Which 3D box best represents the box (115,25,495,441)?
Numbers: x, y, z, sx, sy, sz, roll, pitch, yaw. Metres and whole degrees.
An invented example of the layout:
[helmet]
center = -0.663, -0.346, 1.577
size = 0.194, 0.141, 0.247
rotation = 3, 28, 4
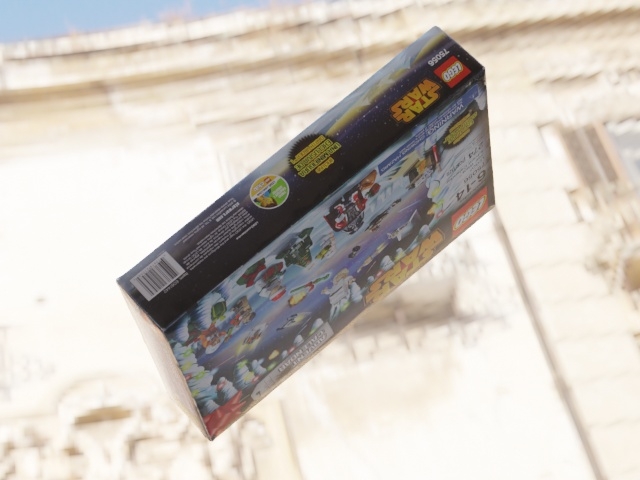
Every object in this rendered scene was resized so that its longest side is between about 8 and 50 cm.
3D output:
[box]
center = 0.000, 0.000, 0.654
size = 0.137, 0.027, 0.094
rotation = -39, -25, -13
